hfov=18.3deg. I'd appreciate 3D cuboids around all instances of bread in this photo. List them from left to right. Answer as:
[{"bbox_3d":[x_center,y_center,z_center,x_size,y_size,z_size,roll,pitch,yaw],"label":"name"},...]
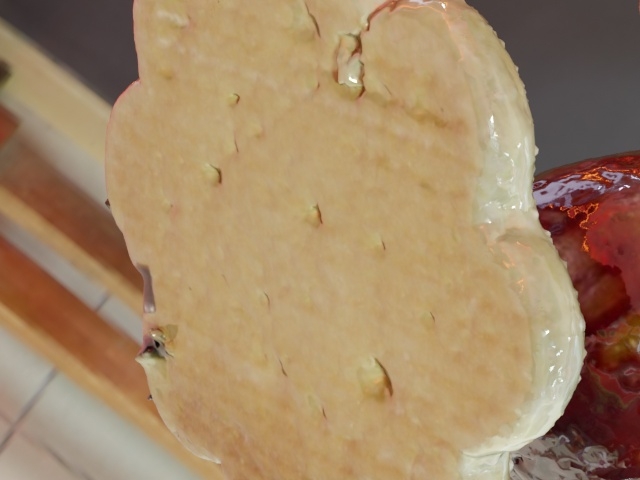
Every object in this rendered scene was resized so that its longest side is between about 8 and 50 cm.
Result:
[{"bbox_3d":[0.000,0.000,0.858,0.054,0.316,0.316,-14,67,-36],"label":"bread"}]

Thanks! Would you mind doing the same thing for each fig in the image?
[{"bbox_3d":[0.177,0.052,1.193,0.224,0.263,0.224,23,38,-19],"label":"fig"}]
